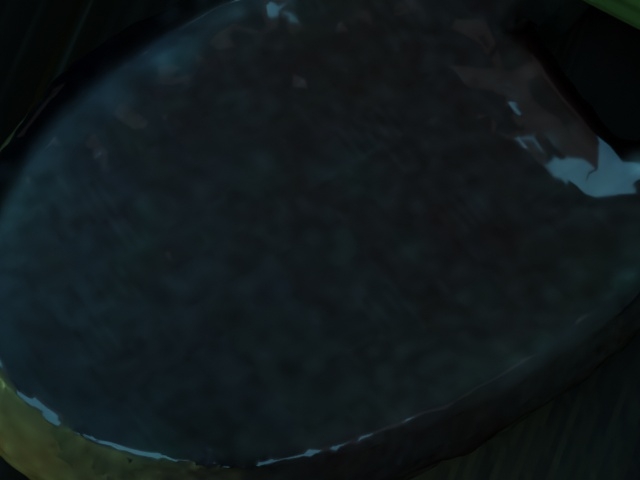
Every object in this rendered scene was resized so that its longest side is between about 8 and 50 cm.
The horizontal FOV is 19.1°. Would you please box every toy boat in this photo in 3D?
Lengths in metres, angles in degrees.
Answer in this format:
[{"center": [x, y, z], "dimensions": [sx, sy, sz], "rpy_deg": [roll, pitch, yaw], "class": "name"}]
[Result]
[{"center": [0.000, 0.000, 0.555], "dimensions": [0.227, 0.085, 0.155], "rpy_deg": [-26, 74, -14], "class": "toy boat"}]

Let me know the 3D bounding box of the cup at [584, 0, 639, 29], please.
[{"center": [0.286, -0.124, 0.474], "dimensions": [0.392, 0.401, 0.310], "rpy_deg": [25, 114, 12], "class": "cup"}]
